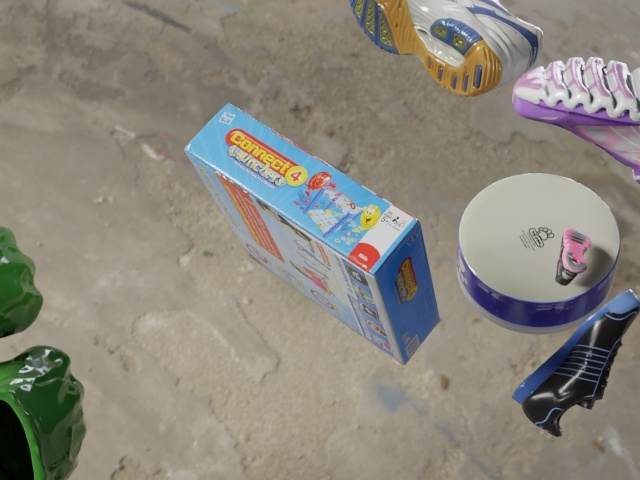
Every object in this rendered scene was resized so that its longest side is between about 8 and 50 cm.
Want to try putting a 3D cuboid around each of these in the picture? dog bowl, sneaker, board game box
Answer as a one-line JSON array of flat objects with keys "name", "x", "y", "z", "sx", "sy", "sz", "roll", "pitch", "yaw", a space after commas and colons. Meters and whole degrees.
[{"name": "dog bowl", "x": 0.362, "y": 0.019, "z": 1.499, "sx": 0.265, "sy": 0.104, "sz": 0.264, "roll": -4, "pitch": 56, "yaw": 6}, {"name": "sneaker", "x": 0.282, "y": -0.092, "z": 0.776, "sx": 0.237, "sy": 0.104, "sz": 0.095, "roll": 11, "pitch": 36, "yaw": 12}, {"name": "sneaker", "x": 0.153, "y": -0.287, "z": 1.140, "sx": 0.131, "sy": 0.111, "sz": 0.296, "roll": -24, "pitch": 56, "yaw": -28}, {"name": "board game box", "x": 0.000, "y": 0.000, "z": 1.167, "sx": 0.302, "sy": 0.308, "sz": 0.086, "roll": 34, "pitch": 75, "yaw": 25}, {"name": "sneaker", "x": 0.383, "y": 0.027, "z": 1.375, "sx": 0.047, "sy": 0.057, "sz": 0.119, "roll": 26, "pitch": 37, "yaw": 7}, {"name": "sneaker", "x": 0.381, "y": 0.176, "z": 1.264, "sx": 0.090, "sy": 0.232, "sz": 0.081, "roll": 47, "pitch": 11, "yaw": 22}]

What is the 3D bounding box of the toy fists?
[{"name": "toy fists", "x": -0.298, "y": 0.102, "z": 0.822, "sx": 0.142, "sy": 0.096, "sz": 0.279, "roll": -38, "pitch": 106, "yaw": -79}]
